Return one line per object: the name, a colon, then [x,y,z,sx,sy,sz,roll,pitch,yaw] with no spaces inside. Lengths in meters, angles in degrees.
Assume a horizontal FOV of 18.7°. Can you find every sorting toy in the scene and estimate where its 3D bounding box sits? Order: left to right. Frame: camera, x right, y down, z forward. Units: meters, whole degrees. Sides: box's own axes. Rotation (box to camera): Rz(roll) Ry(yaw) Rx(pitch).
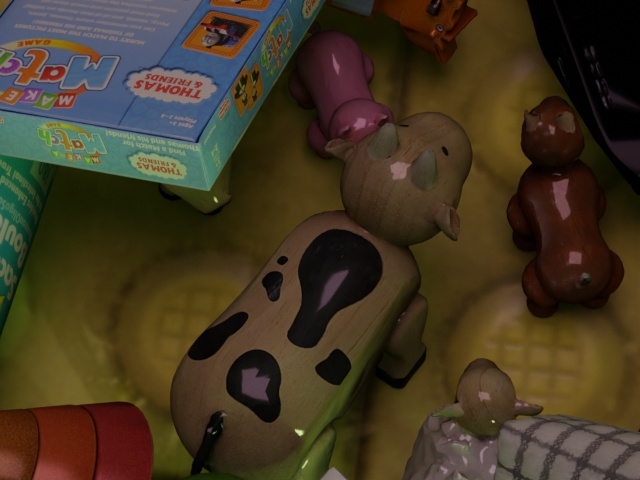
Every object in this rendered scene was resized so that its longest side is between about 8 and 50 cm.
sorting toy: [-0.117,0.148,0.930,0.126,0.365,0.127,25,89,-29]

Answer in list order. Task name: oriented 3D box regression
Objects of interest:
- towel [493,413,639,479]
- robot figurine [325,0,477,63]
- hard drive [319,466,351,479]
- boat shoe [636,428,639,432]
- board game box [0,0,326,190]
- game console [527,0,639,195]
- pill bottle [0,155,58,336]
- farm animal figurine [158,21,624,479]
towel: [0.237,0.172,0.901,0.235,0.283,0.121,12,86,46]
robot figurine: [-0.008,-0.231,1.219,0.291,0.085,0.211,30,47,16]
hard drive: [-0.022,0.299,0.939,0.210,0.040,0.319,41,88,20]
boat shoe: [0.215,0.116,1.079,0.228,0.068,0.081,-48,116,-9]
board game box: [-0.092,-0.121,1.072,0.160,0.039,0.211,10,47,22]
game console: [0.300,-0.151,1.174,0.361,0.044,0.213,-12,70,-16]
pill bottle: [-0.246,0.021,1.100,0.146,0.146,0.264,11,67,8]
farm animal figurine: [0.000,0.000,1.082,0.330,0.172,0.327,16,67,10]
